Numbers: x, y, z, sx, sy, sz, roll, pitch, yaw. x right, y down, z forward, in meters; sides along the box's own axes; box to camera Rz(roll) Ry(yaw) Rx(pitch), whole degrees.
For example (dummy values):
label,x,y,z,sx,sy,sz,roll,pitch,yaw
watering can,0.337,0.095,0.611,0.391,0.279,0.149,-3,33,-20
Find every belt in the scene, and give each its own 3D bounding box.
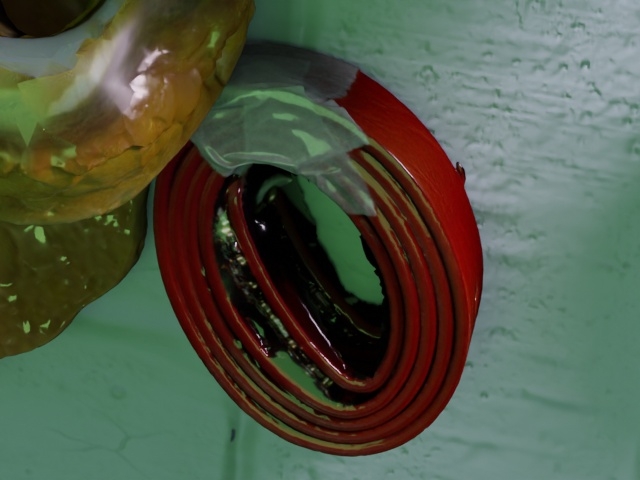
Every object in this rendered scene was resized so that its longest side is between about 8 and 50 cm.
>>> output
label,x,y,z,sx,sy,sz,roll,pitch,yaw
belt,0.000,0.000,1.512,0.227,0.115,0.323,-18,109,17

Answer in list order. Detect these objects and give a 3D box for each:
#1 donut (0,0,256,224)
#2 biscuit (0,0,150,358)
label,x,y,z,sx,sy,sz,roll,pitch,yaw
donut,-0.190,-0.183,1.379,0.330,0.160,0.330,3,74,-11
biscuit,-0.305,-0.081,1.573,0.385,0.062,0.365,-41,96,22
